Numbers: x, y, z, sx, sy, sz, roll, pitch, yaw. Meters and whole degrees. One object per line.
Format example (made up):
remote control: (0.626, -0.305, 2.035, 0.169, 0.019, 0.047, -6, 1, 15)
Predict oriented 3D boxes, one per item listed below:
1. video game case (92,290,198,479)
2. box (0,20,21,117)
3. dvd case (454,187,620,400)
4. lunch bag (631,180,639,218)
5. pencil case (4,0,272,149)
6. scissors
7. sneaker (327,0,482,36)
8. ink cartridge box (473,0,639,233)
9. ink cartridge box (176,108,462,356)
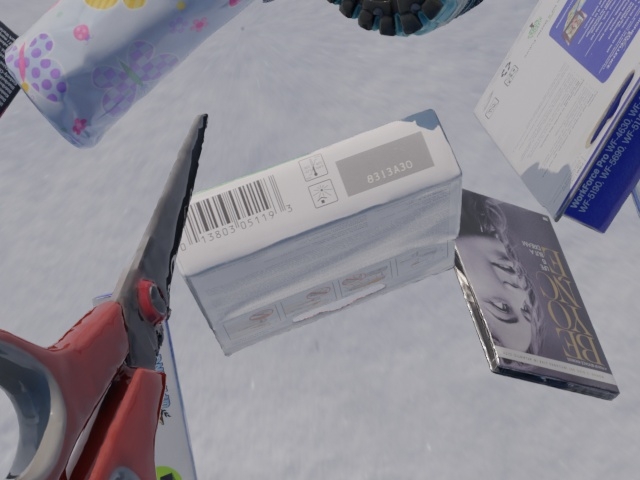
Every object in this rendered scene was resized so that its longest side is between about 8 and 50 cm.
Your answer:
video game case: (-0.144, 0.161, 1.578, 0.061, 0.269, 0.244, -10, 90, -5)
box: (-0.428, -0.117, 1.797, 0.143, 0.165, 0.270, 42, 70, -28)
dvd case: (0.193, 0.046, 1.750, 0.164, 0.221, 0.018, 16, 134, -38)
lunch bag: (0.441, 0.002, 1.672, 0.243, 0.115, 0.303, -32, 78, 31)
pencil case: (-0.140, -0.199, 1.561, 0.273, 0.124, 0.113, -38, 59, 6)
scissors: (-0.059, 0.040, 0.588, 0.021, 0.297, 0.109, -24, 101, 18)
sneaker: (0.001, -0.236, 1.120, 0.110, 0.122, 0.283, -43, 76, 27)
ink cartridge box: (0.199, -0.111, 1.307, 0.065, 0.332, 0.165, 29, 103, -11)
ink cartridge box: (0.000, 0.000, 1.188, 0.181, 0.224, 0.056, -20, 76, -2)
